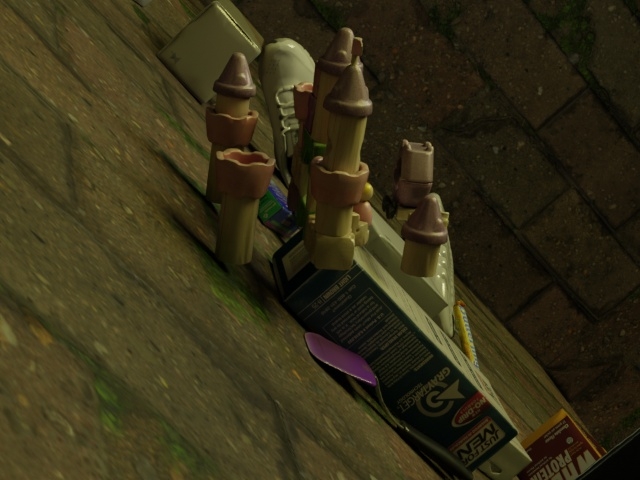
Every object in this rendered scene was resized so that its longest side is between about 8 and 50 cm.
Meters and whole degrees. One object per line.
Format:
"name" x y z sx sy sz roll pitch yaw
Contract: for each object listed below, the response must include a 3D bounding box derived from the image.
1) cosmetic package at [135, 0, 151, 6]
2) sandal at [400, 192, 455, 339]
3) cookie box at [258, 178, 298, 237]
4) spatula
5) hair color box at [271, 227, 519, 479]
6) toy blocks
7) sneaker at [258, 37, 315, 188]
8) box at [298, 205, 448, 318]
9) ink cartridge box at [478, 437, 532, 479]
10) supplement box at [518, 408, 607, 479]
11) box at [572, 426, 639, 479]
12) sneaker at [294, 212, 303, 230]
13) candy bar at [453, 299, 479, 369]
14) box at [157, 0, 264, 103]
"cosmetic package" -0.445 -0.609 2.395 0.284 0.097 0.377 53 8 12
"sandal" 0.178 0.034 2.271 0.416 0.102 0.169 -80 161 -66
"cookie box" -0.081 -0.063 1.912 0.107 0.040 0.092 52 7 25
"spatula" 0.088 0.204 1.562 0.296 0.030 0.084 46 7 -23
"hair color box" 0.093 0.133 1.666 0.347 0.105 0.174 46 8 -18
"toy blocks" 0.025 -0.127 1.520 0.309 0.260 0.288 5 18 -10
"sneaker" -0.045 -0.224 2.352 0.129 0.111 0.297 -98 177 -61
"box" 0.079 0.043 2.003 0.182 0.119 0.181 45 9 -28
"ink cartridge box" 0.237 0.280 1.931 0.109 0.063 0.150 42 10 -46
"supplement box" 0.444 0.421 2.169 0.194 0.129 0.191 42 10 -46
"box" 0.627 0.564 1.899 0.472 0.297 0.480 44 8 -48
"sneaker" 0.000 0.000 1.871 0.052 0.058 0.135 30 47 -66
"candy bar" 0.243 0.175 2.126 0.040 0.018 0.161 19 58 -68
"box" -0.194 -0.352 2.350 0.121 0.148 0.311 48 9 -10
